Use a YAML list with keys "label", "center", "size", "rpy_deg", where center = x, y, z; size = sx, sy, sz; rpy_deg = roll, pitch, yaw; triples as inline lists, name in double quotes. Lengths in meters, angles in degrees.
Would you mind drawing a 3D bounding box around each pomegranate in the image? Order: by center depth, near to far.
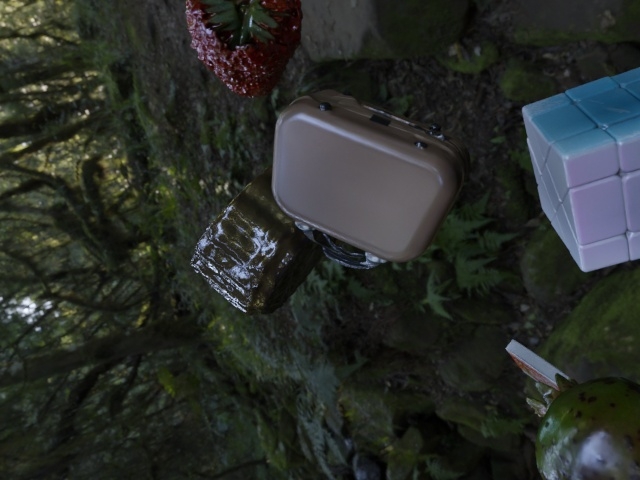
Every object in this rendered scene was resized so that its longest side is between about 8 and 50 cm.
- label: "pomegranate"
  center: [0.436, 0.300, 0.874]
  size: [0.285, 0.231, 0.230]
  rpy_deg: [-104, -1, -52]

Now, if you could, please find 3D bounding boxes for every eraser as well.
- label: "eraser"
  center: [0.563, 0.336, 1.392]
  size: [0.157, 0.038, 0.230]
  rpy_deg: [36, 176, 40]

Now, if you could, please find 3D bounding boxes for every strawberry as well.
- label: "strawberry"
  center: [-0.175, -0.477, 1.274]
  size: [0.260, 0.261, 0.258]
  rpy_deg: [67, 167, 0]

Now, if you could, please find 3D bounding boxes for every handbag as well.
- label: "handbag"
  center: [0.065, -0.080, 0.914]
  size: [0.302, 0.149, 0.283]
  rpy_deg: [23, 123, 13]

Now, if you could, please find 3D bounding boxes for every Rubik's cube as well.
- label: "Rubik's cube"
  center: [0.680, -0.170, 1.265]
  size: [0.321, 0.316, 0.318]
  rpy_deg: [-85, -26, -58]

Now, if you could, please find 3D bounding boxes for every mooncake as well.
- label: "mooncake"
  center: [-0.095, 0.002, 1.158]
  size: [0.187, 0.324, 0.324]
  rpy_deg: [39, 165, 10]

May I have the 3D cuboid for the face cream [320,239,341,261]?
- label: "face cream"
  center: [0.000, 0.000, 1.609]
  size: [0.285, 0.140, 0.067]
  rpy_deg: [108, 157, -73]
